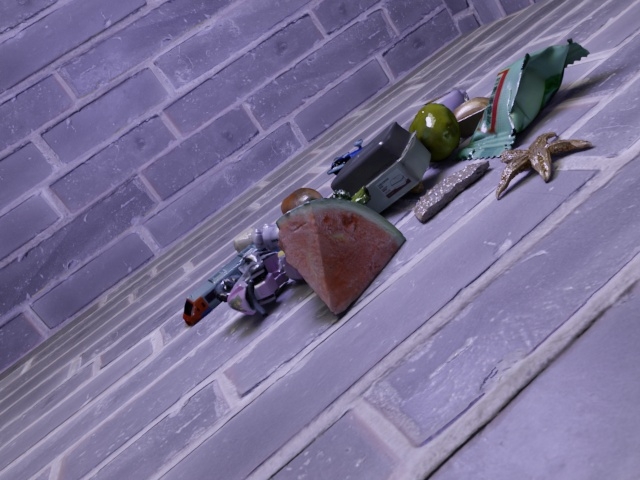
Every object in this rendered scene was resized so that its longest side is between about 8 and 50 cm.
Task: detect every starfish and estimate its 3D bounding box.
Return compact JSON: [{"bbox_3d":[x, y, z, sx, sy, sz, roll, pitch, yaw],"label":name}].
[{"bbox_3d":[0.511,-0.193,1.305,0.277,0.062,0.236,-38,22,-26],"label":"starfish"}]

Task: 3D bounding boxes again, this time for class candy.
[{"bbox_3d":[0.562,-0.390,1.614,0.397,0.172,0.263,-57,9,-5],"label":"candy"}]

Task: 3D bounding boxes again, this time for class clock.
[{"bbox_3d":[-0.083,-0.013,1.520,0.117,0.079,0.176,-3,3,40],"label":"clock"}]

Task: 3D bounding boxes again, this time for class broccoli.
[{"bbox_3d":[0.088,-0.079,1.560,0.160,0.155,0.167,-46,18,23],"label":"broccoli"}]

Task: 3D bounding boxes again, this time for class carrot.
[{"bbox_3d":[-0.070,-0.133,2.097,0.139,0.138,0.302,-39,17,-15],"label":"carrot"}]

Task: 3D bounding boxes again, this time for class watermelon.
[{"bbox_3d":[0.054,0.018,1.343,0.250,0.283,0.292,-48,42,4],"label":"watermelon"}]

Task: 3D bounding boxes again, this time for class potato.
[{"bbox_3d":[0.360,-0.339,1.751,0.149,0.186,0.253,8,20,-9],"label":"potato"}]

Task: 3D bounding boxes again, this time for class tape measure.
[{"bbox_3d":[0.473,-0.506,2.156,0.178,0.105,0.196,-36,16,-32],"label":"tape measure"}]

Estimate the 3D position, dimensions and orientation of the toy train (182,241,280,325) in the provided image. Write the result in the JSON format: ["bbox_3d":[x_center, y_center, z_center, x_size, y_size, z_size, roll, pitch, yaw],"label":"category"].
[{"bbox_3d":[-0.317,0.130,1.914,0.409,0.089,0.086,-40,22,-20],"label":"toy train"}]

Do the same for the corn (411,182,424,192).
[{"bbox_3d":[0.282,-0.161,1.658,0.037,0.037,0.092,-34,15,2],"label":"corn"}]

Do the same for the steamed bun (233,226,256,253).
[{"bbox_3d":[-0.280,0.011,2.162,0.113,0.090,0.130,-34,13,-13],"label":"steamed bun"}]

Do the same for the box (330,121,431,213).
[{"bbox_3d":[0.179,-0.205,1.666,0.291,0.166,0.220,-38,12,39],"label":"box"}]

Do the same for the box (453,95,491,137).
[{"bbox_3d":[0.502,-0.412,1.819,0.177,0.111,0.111,-25,19,30],"label":"box"}]

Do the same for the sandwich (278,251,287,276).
[{"bbox_3d":[-0.123,0.076,1.743,0.193,0.058,0.162,-37,15,-2],"label":"sandwich"}]

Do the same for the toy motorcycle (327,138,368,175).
[{"bbox_3d":[0.144,-0.342,2.313,0.316,0.113,0.169,-31,5,-19],"label":"toy motorcycle"}]

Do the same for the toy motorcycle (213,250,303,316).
[{"bbox_3d":[-0.139,0.112,1.554,0.327,0.143,0.188,-21,24,-5],"label":"toy motorcycle"}]

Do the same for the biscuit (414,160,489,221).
[{"bbox_3d":[0.332,-0.134,1.493,0.250,0.032,0.133,-39,16,-11],"label":"biscuit"}]
